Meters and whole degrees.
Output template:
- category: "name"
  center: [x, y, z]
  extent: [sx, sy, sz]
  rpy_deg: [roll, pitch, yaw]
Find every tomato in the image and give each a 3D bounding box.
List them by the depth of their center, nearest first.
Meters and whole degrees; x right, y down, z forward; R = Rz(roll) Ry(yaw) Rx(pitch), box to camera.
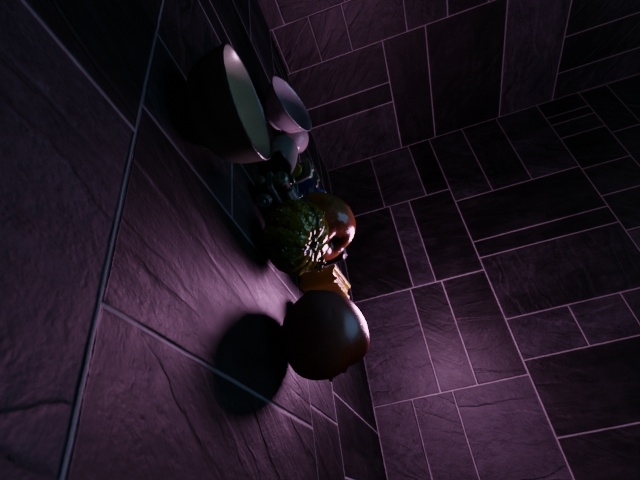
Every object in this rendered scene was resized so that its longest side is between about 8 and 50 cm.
- category: "tomato"
  center: [0.012, 0.328, 1.474]
  extent: [0.321, 0.320, 0.322]
  rpy_deg: [-16, 90, -81]

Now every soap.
- category: "soap"
  center: [0.025, 0.232, 2.065]
  extent: [0.324, 0.203, 0.096]
  rpy_deg: [56, 23, -60]

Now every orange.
- category: "orange"
  center: [-0.108, -0.012, 1.590]
  extent: [0.301, 0.223, 0.301]
  rpy_deg: [4, 96, -56]

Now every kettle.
- category: "kettle"
  center: [-0.196, -0.356, 1.945]
  extent: [0.237, 0.161, 0.222]
  rpy_deg: [-90, -168, -57]

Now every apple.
- category: "apple"
  center: [-0.008, -0.076, 1.972]
  extent: [0.305, 0.338, 0.339]
  rpy_deg: [53, -5, 35]

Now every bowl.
- category: "bowl"
  center: [-0.296, -0.385, 1.244]
  extent: [0.354, 0.184, 0.355]
  rpy_deg: [-16, 90, -81]
- category: "bowl"
  center: [-0.209, -0.715, 2.280]
  extent: [0.345, 0.157, 0.346]
  rpy_deg: [44, 29, -32]

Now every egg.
- category: "egg"
  center: [-0.159, -0.597, 2.440]
  extent: [0.232, 0.175, 0.176]
  rpy_deg: [-79, 154, -46]

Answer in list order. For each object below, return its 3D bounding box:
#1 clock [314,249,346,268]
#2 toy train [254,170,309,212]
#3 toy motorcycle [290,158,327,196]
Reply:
- category: "clock"
  center: [0.000, 0.000, 2.190]
  extent: [0.049, 0.273, 0.279]
  rpy_deg: [-4, 75, -48]
- category: "toy train"
  center: [-0.152, -0.163, 1.702]
  extent: [0.298, 0.193, 0.120]
  rpy_deg: [62, 17, -50]
- category: "toy motorcycle"
  center: [-0.066, -0.307, 2.443]
  extent: [0.191, 0.199, 0.327]
  rpy_deg: [50, 24, -69]
